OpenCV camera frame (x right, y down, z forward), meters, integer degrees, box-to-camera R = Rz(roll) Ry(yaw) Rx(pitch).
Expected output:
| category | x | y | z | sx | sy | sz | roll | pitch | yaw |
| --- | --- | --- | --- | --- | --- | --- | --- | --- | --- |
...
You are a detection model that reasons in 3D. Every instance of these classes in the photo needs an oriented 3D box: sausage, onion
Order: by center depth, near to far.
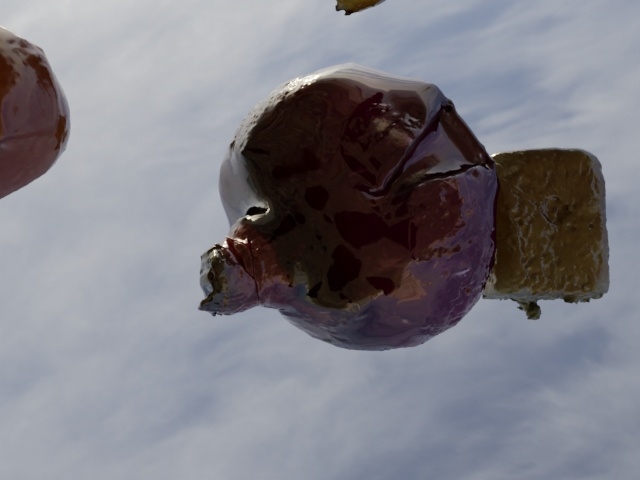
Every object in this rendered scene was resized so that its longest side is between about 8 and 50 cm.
| category | x | y | z | sx | sy | sz | roll | pitch | yaw |
| --- | --- | --- | --- | --- | --- | --- | --- | --- | --- |
| sausage | -0.346 | -0.087 | 0.667 | 0.268 | 0.153 | 0.141 | -23 | -107 | -13 |
| onion | 0.000 | 0.000 | 1.024 | 0.398 | 0.398 | 0.420 | 21 | -135 | 32 |

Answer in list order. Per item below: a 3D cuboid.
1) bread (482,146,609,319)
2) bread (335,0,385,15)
| category | x | y | z | sx | sy | sz | roll | pitch | yaw |
| --- | --- | --- | --- | --- | --- | --- | --- | --- | --- |
| bread | 0.307 | -0.006 | 1.186 | 0.196 | 0.176 | 0.246 | 0 | -97 | -11 |
| bread | 0.028 | -0.406 | 0.826 | 0.179 | 0.340 | 0.194 | 0 | -124 | 51 |
